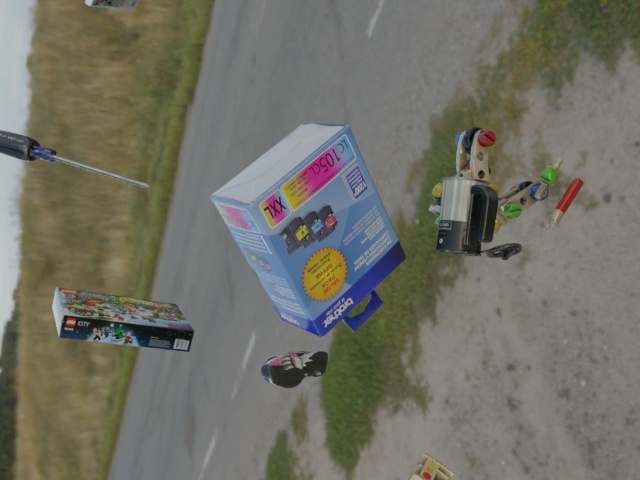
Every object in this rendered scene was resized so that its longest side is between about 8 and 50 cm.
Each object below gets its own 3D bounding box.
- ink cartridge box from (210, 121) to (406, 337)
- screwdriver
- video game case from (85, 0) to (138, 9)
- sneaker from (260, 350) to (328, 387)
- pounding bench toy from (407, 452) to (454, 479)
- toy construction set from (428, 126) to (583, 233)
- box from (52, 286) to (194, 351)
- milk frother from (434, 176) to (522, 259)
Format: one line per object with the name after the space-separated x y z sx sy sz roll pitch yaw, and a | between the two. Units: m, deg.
0.000 0.000 1.528 0.151 0.270 0.396 19 143 50 | ink cartridge box
-0.222 -0.071 0.673 0.025 0.169 0.024 -55 -23 -61 | screwdriver
-0.279 -0.369 1.073 0.087 0.011 0.122 -60 -7 20 | video game case
-0.066 0.270 1.617 0.077 0.178 0.072 0 86 40 | sneaker
0.166 0.366 1.109 0.052 0.083 0.065 -63 -12 28 | pounding bench toy
0.397 -0.087 1.726 0.308 0.257 0.237 22 71 43 | toy construction set
-0.365 0.145 1.401 0.159 0.232 0.044 33 110 62 | box
0.288 -0.037 1.367 0.129 0.143 0.135 5 88 45 | milk frother
